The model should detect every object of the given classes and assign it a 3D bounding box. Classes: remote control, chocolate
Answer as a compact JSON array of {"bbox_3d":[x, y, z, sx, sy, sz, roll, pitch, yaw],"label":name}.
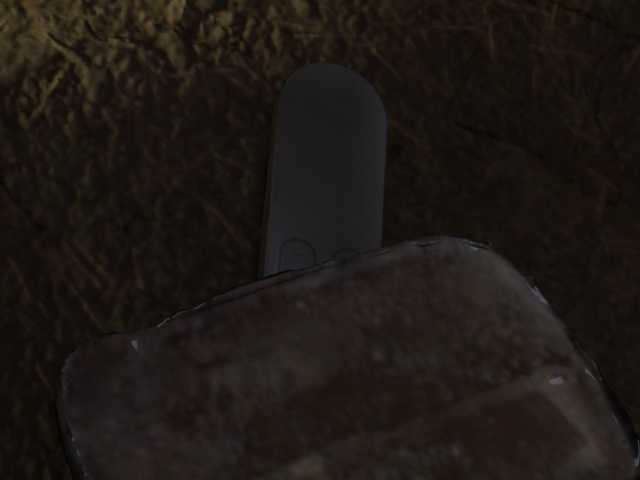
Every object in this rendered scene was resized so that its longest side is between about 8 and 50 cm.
[{"bbox_3d":[0.000,0.000,0.802,0.077,0.022,0.244,12,65,-18],"label":"remote control"},{"bbox_3d":[0.013,0.109,0.693,0.303,0.100,0.185,-15,67,-34],"label":"chocolate"}]
